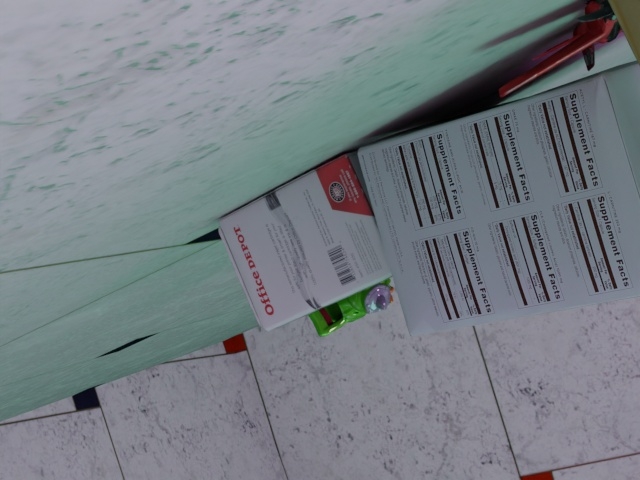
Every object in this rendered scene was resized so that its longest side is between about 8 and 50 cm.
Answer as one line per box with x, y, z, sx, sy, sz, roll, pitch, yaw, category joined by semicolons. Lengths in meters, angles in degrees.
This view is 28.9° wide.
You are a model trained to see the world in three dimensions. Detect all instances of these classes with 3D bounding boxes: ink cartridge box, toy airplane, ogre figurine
0.000;0.000;0.974;0.135;0.099;0.056;-25;176;32;ink cartridge box
0.172;-0.131;0.769;0.151;0.028;0.151;-28;176;-2;toy airplane
0.011;0.026;1.207;0.097;0.118;0.197;-19;174;-45;ogre figurine

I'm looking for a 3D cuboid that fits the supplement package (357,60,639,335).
0.177;-0.037;0.914;0.203;0.149;0.194;-14;-176;38;supplement package

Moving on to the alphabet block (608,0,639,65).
0.284;-0.104;0.589;0.192;0.197;0.193;-21;175;-21;alphabet block
